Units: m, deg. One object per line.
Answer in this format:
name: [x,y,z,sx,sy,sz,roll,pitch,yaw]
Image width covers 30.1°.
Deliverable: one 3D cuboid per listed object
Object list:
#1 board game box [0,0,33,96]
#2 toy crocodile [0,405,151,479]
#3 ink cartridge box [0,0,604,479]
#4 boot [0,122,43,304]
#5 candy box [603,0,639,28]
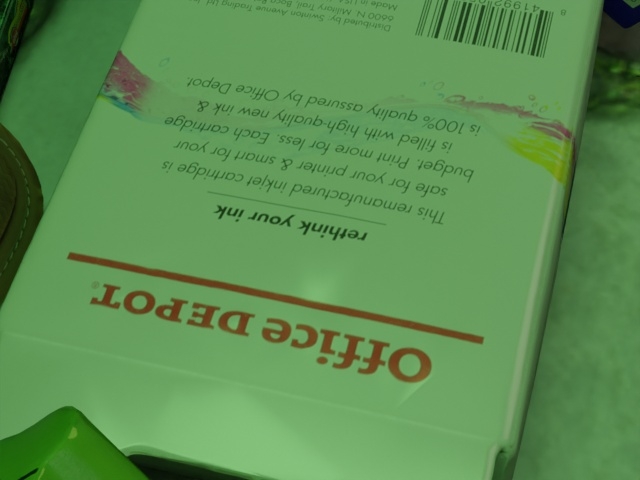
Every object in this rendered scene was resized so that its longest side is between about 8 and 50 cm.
board game box: [-0.249,-0.043,0.623,0.136,0.030,0.260,4,59,9]
toy crocodile: [-0.187,0.155,0.390,0.340,0.115,0.105,-36,26,16]
ink cartridge box: [0.000,0.000,0.528,0.207,0.119,0.353,11,59,11]
boot: [-0.250,0.066,0.478,0.109,0.220,0.283,45,51,-15]
candy box: [0.136,-0.320,0.619,0.268,0.122,0.317,33,60,-20]
